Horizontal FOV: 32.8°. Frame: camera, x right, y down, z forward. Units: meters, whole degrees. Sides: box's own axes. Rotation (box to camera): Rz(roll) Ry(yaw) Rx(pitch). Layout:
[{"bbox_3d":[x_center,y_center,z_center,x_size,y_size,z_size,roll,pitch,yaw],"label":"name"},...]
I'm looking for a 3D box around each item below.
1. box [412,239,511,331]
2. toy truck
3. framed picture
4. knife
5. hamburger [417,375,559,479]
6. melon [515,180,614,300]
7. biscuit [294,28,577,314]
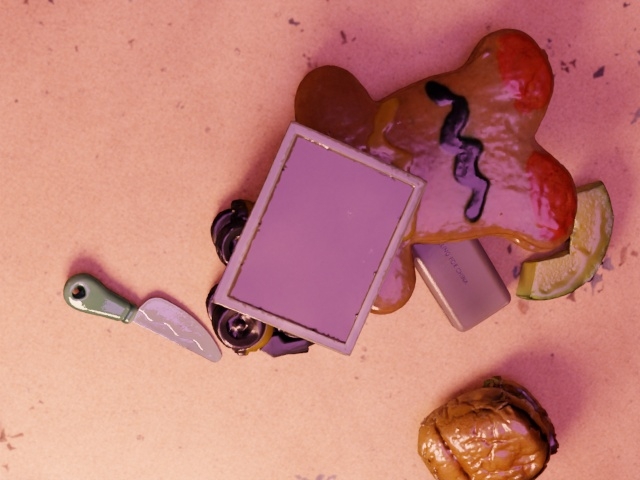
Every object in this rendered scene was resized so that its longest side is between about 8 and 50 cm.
[{"bbox_3d":[0.188,0.016,1.639,0.103,0.055,0.243,-33,107,0],"label":"box"},{"bbox_3d":[-0.076,0.055,1.563,0.165,0.147,0.224,1,100,-11],"label":"toy truck"},{"bbox_3d":[0.000,0.000,1.486,0.217,0.017,0.274,25,92,-12],"label":"framed picture"},{"bbox_3d":[-0.256,0.111,1.611,0.260,0.034,0.063,24,92,-20],"label":"knife"},{"bbox_3d":[0.264,0.319,1.689,0.206,0.130,0.183,-33,104,3],"label":"hamburger"},{"bbox_3d":[0.385,0.005,1.666,0.118,0.064,0.209,14,99,-7],"label":"melon"},{"bbox_3d":[0.159,-0.094,1.545,0.394,0.076,0.368,-12,90,0],"label":"biscuit"}]
